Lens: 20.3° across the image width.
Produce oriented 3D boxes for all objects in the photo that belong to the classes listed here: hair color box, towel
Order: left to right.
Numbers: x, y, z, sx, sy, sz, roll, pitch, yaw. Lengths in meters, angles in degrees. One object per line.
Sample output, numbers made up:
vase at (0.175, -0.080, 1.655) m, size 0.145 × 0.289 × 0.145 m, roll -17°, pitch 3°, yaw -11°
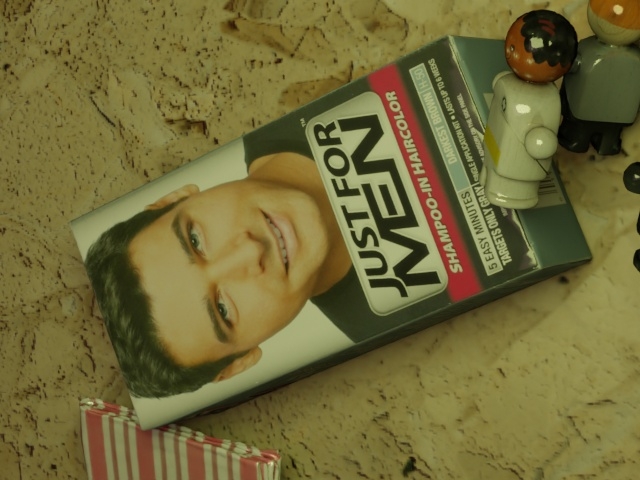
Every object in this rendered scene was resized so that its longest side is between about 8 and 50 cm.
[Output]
towel at (-0.116, 0.216, 1.510) m, size 0.197 × 0.029 × 0.144 m, roll 14°, pitch 121°, yaw 28°
hair color box at (0.000, 0.000, 1.401) m, size 0.374 × 0.113 × 0.185 m, roll -24°, pitch 82°, yaw 29°

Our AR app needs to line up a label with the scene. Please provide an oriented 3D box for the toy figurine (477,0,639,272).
toy figurine at (0.226, -0.089, 1.212) m, size 0.209 × 0.213 × 0.148 m, roll 28°, pitch 122°, yaw 28°
